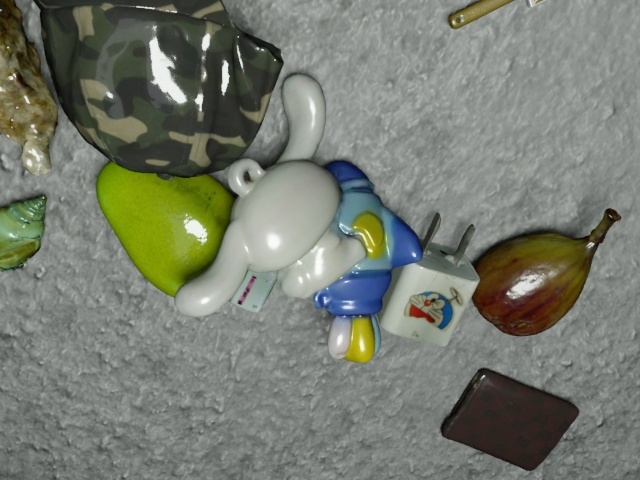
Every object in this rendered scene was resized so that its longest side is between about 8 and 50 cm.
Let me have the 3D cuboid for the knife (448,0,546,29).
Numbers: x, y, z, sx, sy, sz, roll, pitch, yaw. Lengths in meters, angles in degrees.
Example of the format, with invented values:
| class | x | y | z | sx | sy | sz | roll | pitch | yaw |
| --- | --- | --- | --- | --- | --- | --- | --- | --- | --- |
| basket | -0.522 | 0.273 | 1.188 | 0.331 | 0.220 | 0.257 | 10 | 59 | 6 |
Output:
| class | x | y | z | sx | sy | sz | roll | pitch | yaw |
| --- | --- | --- | --- | --- | --- | --- | --- | --- | --- |
| knife | 0.307 | -0.365 | 0.879 | 0.256 | 0.022 | 0.046 | -25 | 105 | 3 |

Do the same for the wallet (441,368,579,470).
| class | x | y | z | sx | sy | sz | roll | pitch | yaw |
| --- | --- | --- | --- | --- | --- | --- | --- | --- | --- |
| wallet | 0.373 | 0.360 | 1.202 | 0.229 | 0.049 | 0.181 | 23 | 111 | -12 |

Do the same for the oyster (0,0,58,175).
| class | x | y | z | sx | sy | sz | roll | pitch | yaw |
| --- | --- | --- | --- | --- | --- | --- | --- | --- | --- |
| oyster | -0.429 | -0.290 | 0.764 | 0.111 | 0.204 | 0.396 | -9 | 133 | 6 |

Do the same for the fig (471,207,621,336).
| class | x | y | z | sx | sy | sz | roll | pitch | yaw |
| --- | --- | --- | --- | --- | --- | --- | --- | --- | --- |
| fig | 0.377 | 0.042 | 0.994 | 0.170 | 0.145 | 0.274 | 32 | 123 | -17 |

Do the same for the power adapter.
| class | x | y | z | sx | sy | sz | roll | pitch | yaw |
| --- | --- | --- | --- | --- | --- | --- | --- | --- | --- |
| power adapter | 0.187 | 0.053 | 1.005 | 0.130 | 0.125 | 0.204 | 15 | 113 | -9 |

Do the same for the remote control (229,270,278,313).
| class | x | y | z | sx | sy | sz | roll | pitch | yaw |
| --- | --- | --- | --- | --- | --- | --- | --- | --- | --- |
| remote control | -0.102 | 0.053 | 1.040 | 0.065 | 0.029 | 0.166 | 23 | 111 | -15 |

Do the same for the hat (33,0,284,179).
| class | x | y | z | sx | sy | sz | roll | pitch | yaw |
| --- | --- | --- | --- | --- | --- | --- | --- | --- | --- |
| hat | -0.268 | -0.232 | 0.699 | 0.367 | 0.382 | 0.257 | 4 | 83 | 27 |

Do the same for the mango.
| class | x | y | z | sx | sy | sz | roll | pitch | yaw |
| --- | --- | --- | --- | --- | --- | --- | --- | --- | --- |
| mango | -0.216 | -0.024 | 0.933 | 0.186 | 0.149 | 0.273 | -26 | 110 | 16 |

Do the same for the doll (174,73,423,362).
| class | x | y | z | sx | sy | sz | roll | pitch | yaw |
| --- | --- | --- | --- | --- | --- | --- | --- | --- | --- |
| doll | -0.004 | -0.002 | 0.918 | 0.366 | 0.187 | 0.376 | 36 | 87 | -30 |

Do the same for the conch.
| class | x | y | z | sx | sy | sz | roll | pitch | yaw |
| --- | --- | --- | --- | --- | --- | --- | --- | --- | --- |
| conch | -0.499 | -0.004 | 0.965 | 0.095 | 0.079 | 0.201 | 27 | 128 | -28 |
